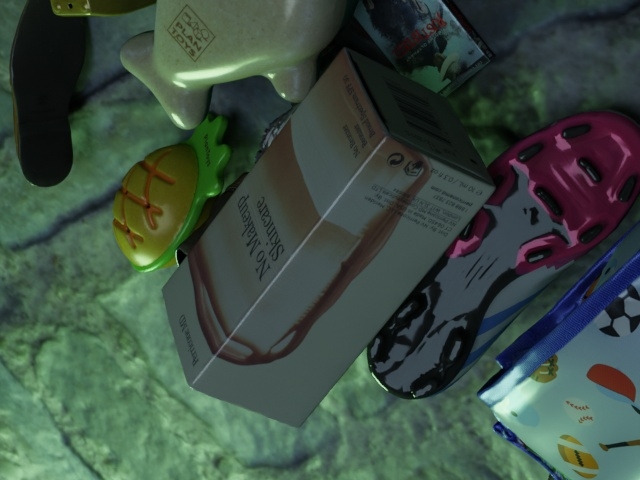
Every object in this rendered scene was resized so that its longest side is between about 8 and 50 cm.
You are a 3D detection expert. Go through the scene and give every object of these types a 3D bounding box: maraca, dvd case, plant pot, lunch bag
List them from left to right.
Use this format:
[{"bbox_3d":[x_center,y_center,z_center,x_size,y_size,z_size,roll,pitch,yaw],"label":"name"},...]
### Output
[{"bbox_3d":[-0.220,-0.252,1.739,0.081,0.083,0.081,5,117,34],"label":"plant pot"},{"bbox_3d":[-0.141,-0.046,1.785,0.185,0.099,0.127,-48,39,33],"label":"maraca"},{"bbox_3d":[0.089,-0.186,1.608,0.119,0.013,0.087,51,132,-2],"label":"dvd case"},{"bbox_3d":[0.350,0.116,1.449,0.328,0.239,0.385,43,124,5],"label":"lunch bag"}]

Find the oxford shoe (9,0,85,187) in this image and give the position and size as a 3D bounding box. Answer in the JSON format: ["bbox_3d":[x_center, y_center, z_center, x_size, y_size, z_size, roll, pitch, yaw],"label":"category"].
[{"bbox_3d":[-0.288,-0.166,1.849,0.076,0.076,0.212,-129,44,-57],"label":"oxford shoe"}]

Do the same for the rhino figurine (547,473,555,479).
[{"bbox_3d":[0.312,0.245,1.651,0.243,0.073,0.106,19,120,24],"label":"rhino figurine"}]

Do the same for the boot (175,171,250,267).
[{"bbox_3d":[-0.095,0.032,1.763,0.082,0.106,0.219,36,150,24],"label":"boot"}]

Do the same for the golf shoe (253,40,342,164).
[{"bbox_3d":[-0.004,-0.096,1.685,0.086,0.067,0.186,37,130,14],"label":"golf shoe"}]

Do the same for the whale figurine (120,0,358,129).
[{"bbox_3d":[-0.069,-0.216,1.617,0.216,0.141,0.272,47,133,3],"label":"whale figurine"}]

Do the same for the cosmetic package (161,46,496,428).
[{"bbox_3d":[0.000,0.000,1.585,0.129,0.153,0.296,23,115,-31],"label":"cosmetic package"}]

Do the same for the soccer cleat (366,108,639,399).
[{"bbox_3d":[0.161,0.003,1.606,0.116,0.143,0.331,44,108,2],"label":"soccer cleat"}]
